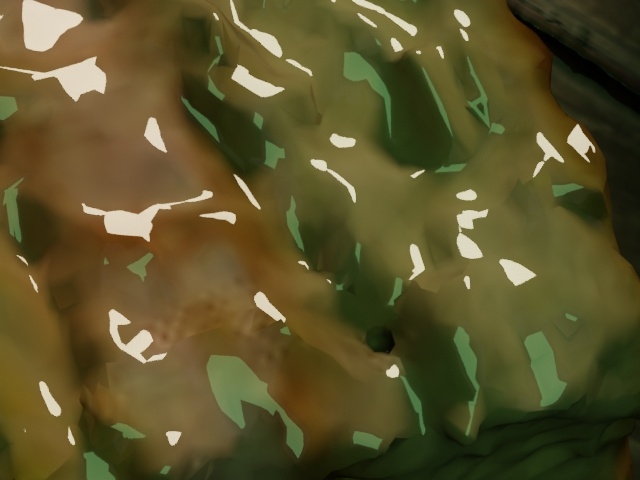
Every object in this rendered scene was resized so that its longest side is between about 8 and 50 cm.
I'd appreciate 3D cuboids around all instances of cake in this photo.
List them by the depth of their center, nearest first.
[{"bbox_3d":[-0.124,0.001,0.516,0.307,0.293,0.314,-19,65,-17],"label":"cake"}]
